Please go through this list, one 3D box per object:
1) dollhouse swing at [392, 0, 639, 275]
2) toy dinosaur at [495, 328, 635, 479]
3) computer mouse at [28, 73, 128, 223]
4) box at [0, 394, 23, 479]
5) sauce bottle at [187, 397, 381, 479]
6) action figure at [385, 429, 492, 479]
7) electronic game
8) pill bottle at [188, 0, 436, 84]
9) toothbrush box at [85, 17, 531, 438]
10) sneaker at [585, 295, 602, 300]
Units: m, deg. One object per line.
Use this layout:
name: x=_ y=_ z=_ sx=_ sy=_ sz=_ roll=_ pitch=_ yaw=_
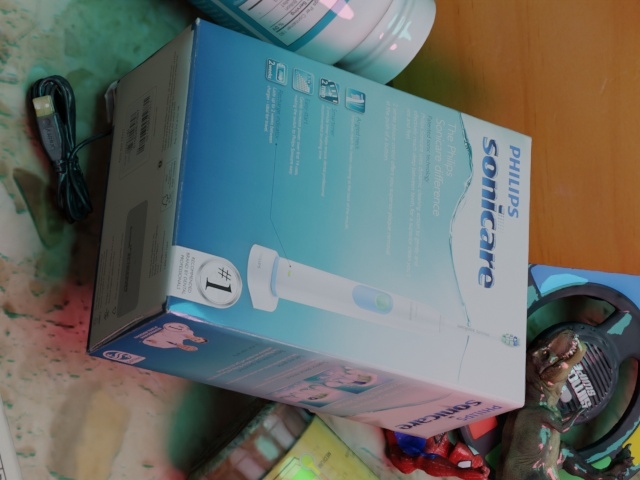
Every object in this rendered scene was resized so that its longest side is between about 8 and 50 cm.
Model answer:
dollhouse swing: x=0.231 y=-0.185 z=1.470 sx=0.315 sy=0.347 sz=0.305 roll=-40 pitch=120 yaw=-34
toy dinosaur: x=0.191 y=0.206 z=1.529 sx=0.118 sy=0.064 sz=0.268 roll=18 pitch=96 yaw=-4
computer mouse: x=-0.126 y=-0.092 z=1.363 sx=0.193 sy=0.042 sz=0.106 roll=-24 pitch=96 yaw=-32
box: x=-0.300 y=0.077 z=1.151 sx=0.149 sy=0.127 sz=0.232 roll=-17 pitch=97 yaw=-39
sauce bottle: x=0.054 y=0.261 z=1.365 sx=0.344 sy=0.111 sz=0.111 roll=44 pitch=59 yaw=-3
action figure: x=0.061 y=0.104 z=1.439 sx=0.280 sy=0.139 sz=0.091 roll=46 pitch=61 yaw=-30
electronic game: x=0.215 y=0.115 z=1.575 sx=0.229 sy=0.048 sz=0.229 roll=-4 pitch=100 yaw=-22
pill bottle: x=-0.038 y=-0.222 z=1.364 sx=0.264 sy=0.146 sz=0.146 roll=36 pitch=65 yaw=-26
toothbrush box: x=0.000 y=0.000 z=1.311 sx=0.296 sy=0.126 sz=0.216 roll=15 pitch=66 yaw=-29
sneaker: x=0.220 y=-0.043 z=1.618 sx=0.082 sy=0.069 sz=0.209 roll=-49 pitch=116 yaw=-36
